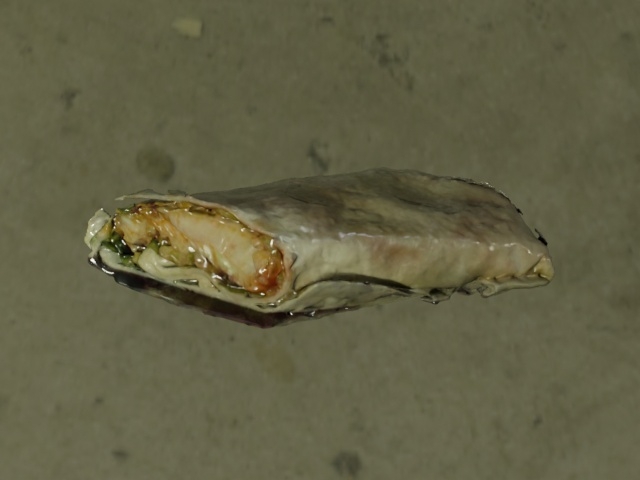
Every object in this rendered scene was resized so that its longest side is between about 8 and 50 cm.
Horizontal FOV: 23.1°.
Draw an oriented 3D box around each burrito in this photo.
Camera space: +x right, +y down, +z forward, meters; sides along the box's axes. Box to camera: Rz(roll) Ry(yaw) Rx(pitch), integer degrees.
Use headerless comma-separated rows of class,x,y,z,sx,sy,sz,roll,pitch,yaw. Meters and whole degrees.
burrito,0.003,0.002,1.221,0.348,0.175,0.107,-3,101,-18
